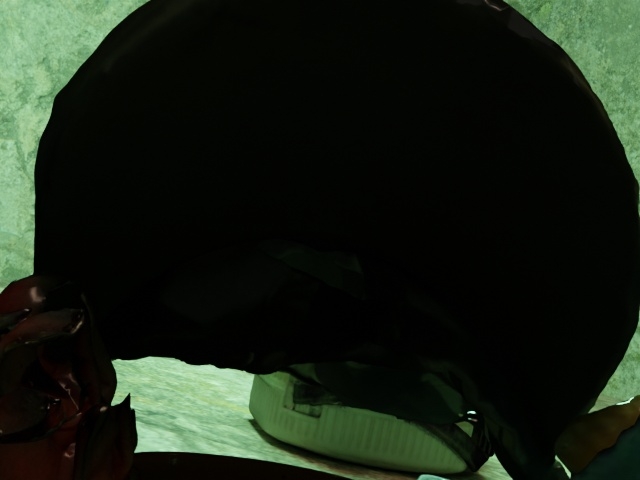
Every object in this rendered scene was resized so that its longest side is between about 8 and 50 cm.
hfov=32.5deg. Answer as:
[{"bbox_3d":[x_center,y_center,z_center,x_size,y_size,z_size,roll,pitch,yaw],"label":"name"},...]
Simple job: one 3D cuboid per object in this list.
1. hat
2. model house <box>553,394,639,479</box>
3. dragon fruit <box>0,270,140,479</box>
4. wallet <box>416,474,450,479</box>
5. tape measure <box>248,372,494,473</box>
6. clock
[{"bbox_3d":[0.000,0.000,0.597,0.366,0.382,0.257,12,34,-5],"label":"hat"},{"bbox_3d":[0.192,0.105,0.455,0.261,0.241,0.226,13,1,-43],"label":"model house"},{"bbox_3d":[-0.127,0.089,0.453,0.130,0.142,0.121,-3,7,25],"label":"dragon fruit"},{"bbox_3d":[0.152,0.204,0.714,0.222,0.036,0.167,12,-1,14],"label":"wallet"},{"bbox_3d":[0.079,0.153,1.090,0.271,0.133,0.231,15,-2,-13],"label":"tape measure"},{"bbox_3d":[-0.030,0.155,0.590,0.205,0.051,0.205,11,-4,1],"label":"clock"}]
